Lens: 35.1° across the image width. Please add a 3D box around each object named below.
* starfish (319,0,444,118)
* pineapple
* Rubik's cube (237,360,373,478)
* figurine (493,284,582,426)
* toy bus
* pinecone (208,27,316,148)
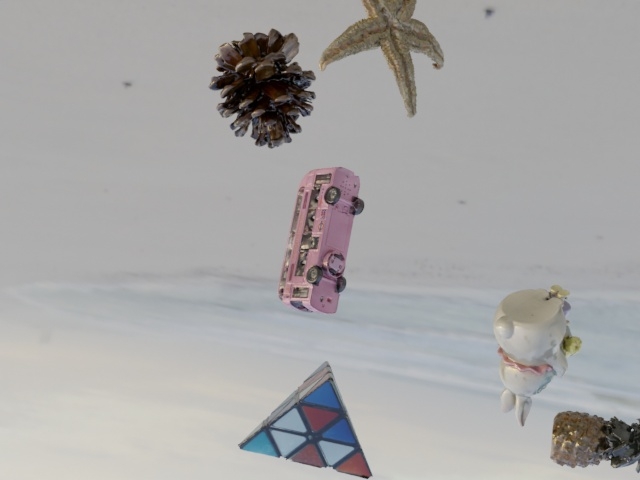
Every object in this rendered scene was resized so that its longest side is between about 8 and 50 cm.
[{"bbox_3d":[0.117,-0.319,1.643,0.048,0.295,0.231,-12,118,52],"label":"starfish"},{"bbox_3d":[0.542,0.363,1.851,0.237,0.119,0.111,-1,171,24],"label":"pineapple"},{"bbox_3d":[0.012,0.307,2.053,0.284,0.250,0.234,17,144,2],"label":"Rubik's cube"},{"bbox_3d":[0.379,0.206,1.802,0.127,0.235,0.155,24,-134,39],"label":"figurine"},{"bbox_3d":[0.000,0.000,1.398,0.090,0.203,0.063,-2,162,45],"label":"toy bus"},{"bbox_3d":[-0.094,-0.252,1.703,0.179,0.195,0.150,-14,-174,-2],"label":"pinecone"}]
